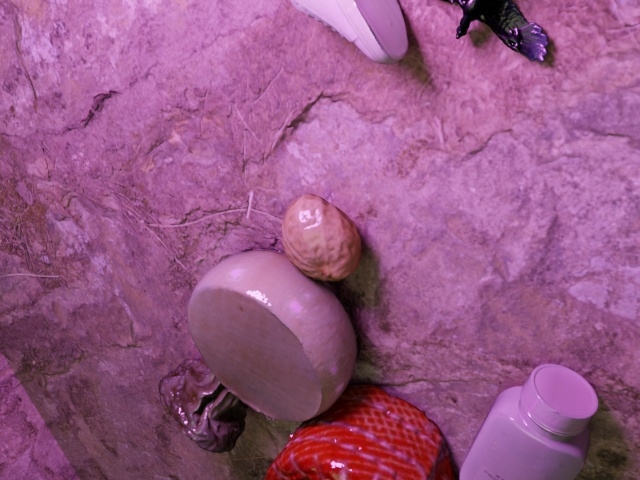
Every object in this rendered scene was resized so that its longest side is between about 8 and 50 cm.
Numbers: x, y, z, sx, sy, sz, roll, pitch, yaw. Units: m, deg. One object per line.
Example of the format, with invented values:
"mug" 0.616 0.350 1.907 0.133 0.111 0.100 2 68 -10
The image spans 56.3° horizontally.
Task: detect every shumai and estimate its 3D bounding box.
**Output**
"shumai" -0.239 0.341 1.396 0.225 0.222 0.260 42 171 -29

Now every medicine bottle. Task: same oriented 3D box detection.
"medicine bottle" 0.347 0.342 0.999 0.161 0.111 0.296 25 130 19

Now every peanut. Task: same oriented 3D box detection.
"peanut" 0.000 0.000 1.033 0.159 0.109 0.141 45 152 10

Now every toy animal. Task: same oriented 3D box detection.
"toy animal" 0.202 -0.306 0.759 0.220 0.062 0.108 34 149 12

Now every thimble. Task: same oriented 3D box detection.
"thimble" 0.077 0.476 1.185 0.350 0.230 0.350 18 127 25

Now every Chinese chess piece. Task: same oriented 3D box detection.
"Chinese chess piece" -0.094 0.183 1.161 0.349 0.146 0.350 22 133 26

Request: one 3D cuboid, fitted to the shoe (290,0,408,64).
"shoe" 0.018 -0.345 0.839 0.110 0.095 0.265 -29 92 47
